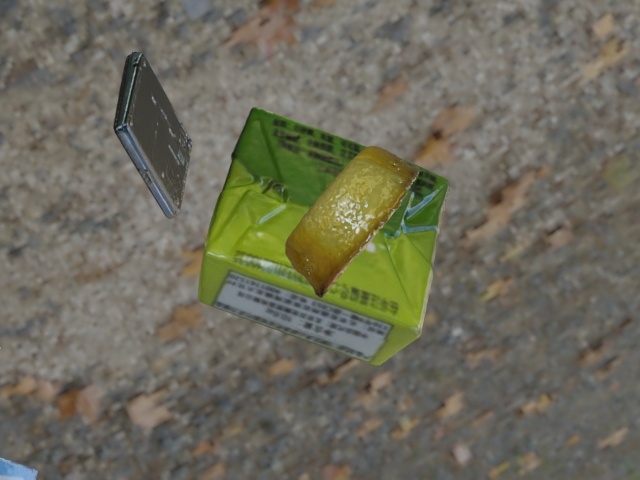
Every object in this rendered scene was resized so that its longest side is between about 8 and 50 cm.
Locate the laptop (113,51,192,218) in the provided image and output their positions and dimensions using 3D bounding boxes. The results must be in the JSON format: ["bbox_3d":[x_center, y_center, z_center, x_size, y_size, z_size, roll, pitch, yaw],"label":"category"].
[{"bbox_3d":[-0.236,-0.147,2.110,0.026,0.154,0.207,-8,141,16],"label":"laptop"}]

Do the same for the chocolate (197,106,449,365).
[{"bbox_3d":[0.000,0.000,1.965,0.301,0.289,0.137,20,136,-6],"label":"chocolate"}]

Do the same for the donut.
[{"bbox_3d":[0.025,-0.022,1.292,0.152,0.058,0.152,-50,179,-1],"label":"donut"}]

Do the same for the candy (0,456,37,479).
[{"bbox_3d":[-0.469,0.295,1.590,0.306,0.157,0.100,5,162,22],"label":"candy"}]
